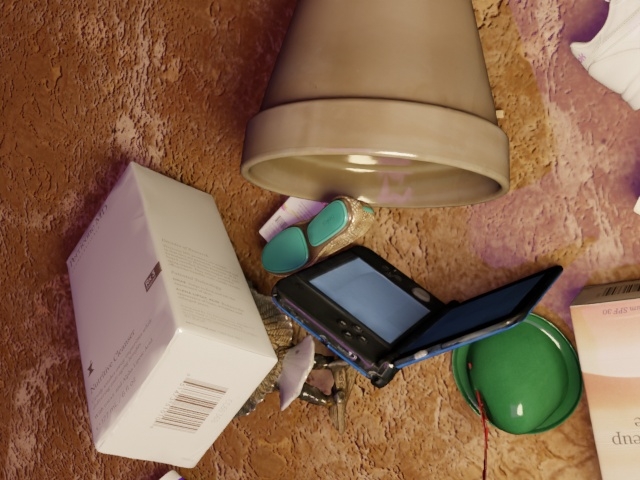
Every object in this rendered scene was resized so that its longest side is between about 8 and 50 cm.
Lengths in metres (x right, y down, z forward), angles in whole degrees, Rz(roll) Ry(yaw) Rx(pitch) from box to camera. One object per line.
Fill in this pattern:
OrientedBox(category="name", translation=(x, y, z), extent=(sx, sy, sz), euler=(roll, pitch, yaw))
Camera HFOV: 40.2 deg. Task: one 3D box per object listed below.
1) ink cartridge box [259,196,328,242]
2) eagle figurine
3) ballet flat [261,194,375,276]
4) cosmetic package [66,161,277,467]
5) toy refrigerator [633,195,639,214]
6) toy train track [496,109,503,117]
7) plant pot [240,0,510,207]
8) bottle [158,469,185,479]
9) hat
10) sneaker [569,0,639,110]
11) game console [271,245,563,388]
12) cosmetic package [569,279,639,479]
OrientedBox(category="ink cartridge box", translation=(-0.014, -0.026, 1.258), extent=(0.088, 0.052, 0.122), euler=(48, 115, 9))
OrientedBox(category="eagle figurine", translation=(-0.089, 0.170, 1.254), extent=(0.298, 0.226, 0.225), euler=(16, 125, 17))
OrientedBox(category="ballet flat", translation=(0.000, 0.000, 1.182), extent=(0.206, 0.067, 0.073), euler=(-27, 68, 48))
OrientedBox(category="cosmetic package", translation=(-0.221, 0.091, 1.207), extent=(0.217, 0.156, 0.385), euler=(-54, 38, 18))
OrientedBox(category="toy refrigerator", translation=(0.507, -0.024, 0.992), extent=(0.269, 0.102, 0.094), euler=(27, 109, 19))
OrientedBox(category="toy train track", translation=(0.204, -0.165, 1.157), extent=(0.083, 0.014, 0.048), euler=(1, 99, 32))
OrientedBox(category="plant pot", translation=(0.071, -0.202, 1.073), extent=(0.323, 0.323, 0.280), euler=(0, 81, 25))
OrientedBox(category="bottle", translation=(-0.157, 0.482, 1.371), extent=(0.283, 0.118, 0.092), euler=(41, 113, 12))
OrientedBox(category="hat", translation=(0.233, 0.212, 1.102), extent=(0.173, 0.183, 0.208), euler=(-26, 94, 29))
OrientedBox(category="sneaker", translation=(0.403, -0.304, 0.985), extent=(0.152, 0.114, 0.305), euler=(38, 112, 14))
OrientedBox(category="game console", translation=(0.127, 0.050, 1.072), extent=(0.250, 0.293, 0.173), euler=(37, 111, 14))
OrientedBox(category="cosmetic package", translation=(0.408, 0.200, 1.058), extent=(0.153, 0.129, 0.296), euler=(-11, 94, 26))
